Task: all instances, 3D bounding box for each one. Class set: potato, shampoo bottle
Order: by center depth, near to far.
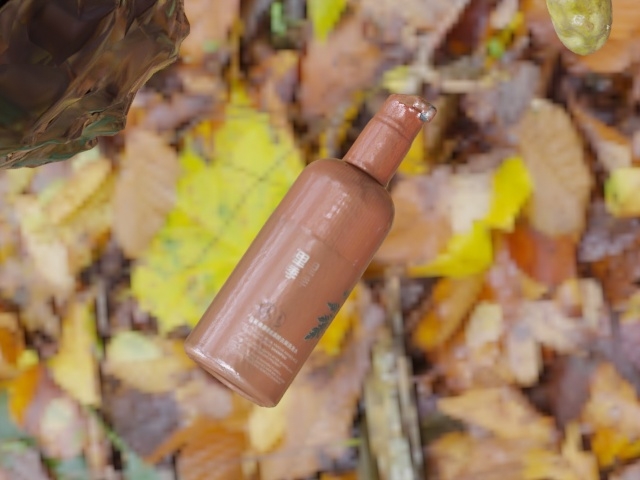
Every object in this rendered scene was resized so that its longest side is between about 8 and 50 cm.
[{"bbox_3d":[0.177,-0.161,1.302,0.046,0.045,0.092,23,150,36],"label":"potato"},{"bbox_3d":[-0.001,0.000,1.364,0.244,0.085,0.085,-56,31,-7],"label":"shampoo bottle"}]

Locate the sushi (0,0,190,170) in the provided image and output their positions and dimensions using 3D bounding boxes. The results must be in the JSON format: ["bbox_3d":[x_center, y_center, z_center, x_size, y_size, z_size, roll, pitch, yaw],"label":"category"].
[{"bbox_3d":[-0.160,-0.162,0.412,0.182,0.196,0.343,-26,-86,-79],"label":"sushi"}]
